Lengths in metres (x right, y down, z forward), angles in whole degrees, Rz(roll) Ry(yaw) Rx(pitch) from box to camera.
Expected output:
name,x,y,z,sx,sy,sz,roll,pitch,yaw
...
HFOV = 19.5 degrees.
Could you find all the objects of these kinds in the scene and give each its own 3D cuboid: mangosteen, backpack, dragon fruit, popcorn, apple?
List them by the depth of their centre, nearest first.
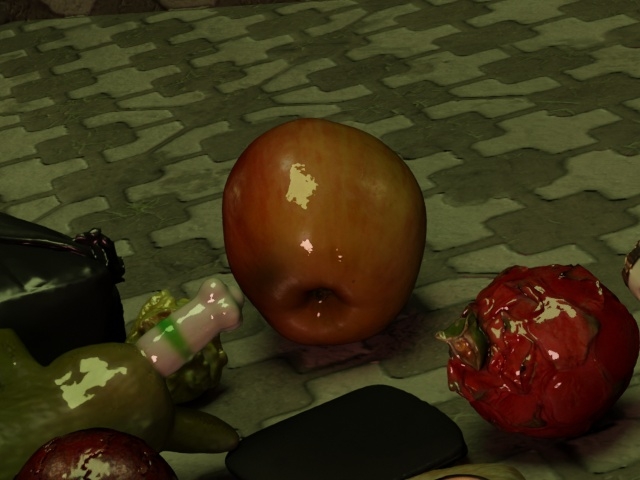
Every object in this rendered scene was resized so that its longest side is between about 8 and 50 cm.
name,x,y,z,sx,sy,sz,roll,pitch,yaw
mangosteen,-0.191,0.254,1.578,0.166,0.166,0.180,-11,50,4
dragon fruit,0.210,0.101,1.732,0.172,0.172,0.209,4,13,38
popcorn,-0.155,0.120,1.981,0.106,0.116,0.120,24,39,19
apple,0.000,0.000,2.046,0.242,0.242,0.241,-9,35,8
backpack,-0.420,0.079,2.060,0.363,0.255,0.445,-14,16,-25

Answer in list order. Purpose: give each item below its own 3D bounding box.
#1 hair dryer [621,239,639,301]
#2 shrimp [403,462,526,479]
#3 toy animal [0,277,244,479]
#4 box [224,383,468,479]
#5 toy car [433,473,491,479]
name,x,y,z,sx,sy,sz,roll,pitch,yaw
hair dryer,0.361,0.096,1.623,0.203,0.128,0.362,-18,35,-12
shrimp,0.069,0.261,1.531,0.168,0.077,0.317,-12,12,32
toy animal,-0.234,0.172,1.763,0.363,0.181,0.180,-29,23,-28
box,0.022,0.201,1.755,0.201,0.042,0.212,-21,21,-25
toy car,0.113,0.299,1.248,0.212,0.180,0.270,20,35,40
